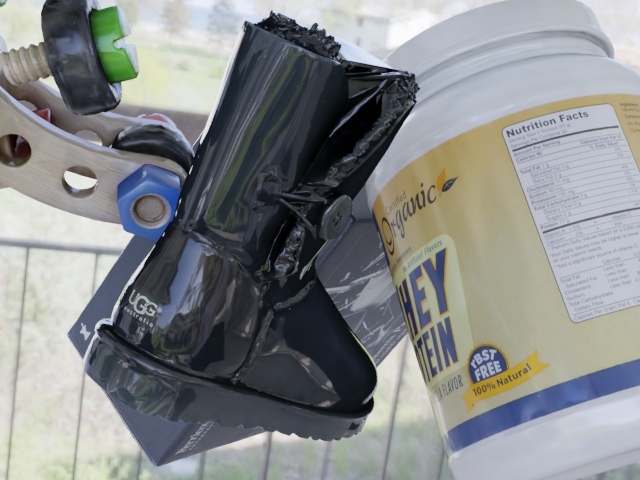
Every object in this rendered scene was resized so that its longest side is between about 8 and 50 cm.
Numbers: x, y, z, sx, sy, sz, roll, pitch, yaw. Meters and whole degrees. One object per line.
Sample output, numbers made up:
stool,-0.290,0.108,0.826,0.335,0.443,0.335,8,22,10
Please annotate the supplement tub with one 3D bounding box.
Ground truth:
supplement tub,0.163,0.008,0.760,0.228,0.316,0.228,-14,-19,-5

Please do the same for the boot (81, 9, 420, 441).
boot,0.000,0.000,0.579,0.094,0.207,0.246,32,6,32

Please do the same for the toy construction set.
toy construction set,-0.216,-0.133,0.598,0.237,0.257,0.309,-13,52,2

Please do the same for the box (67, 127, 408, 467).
box,-0.026,0.033,1.068,0.312,0.343,0.179,-5,49,-53
